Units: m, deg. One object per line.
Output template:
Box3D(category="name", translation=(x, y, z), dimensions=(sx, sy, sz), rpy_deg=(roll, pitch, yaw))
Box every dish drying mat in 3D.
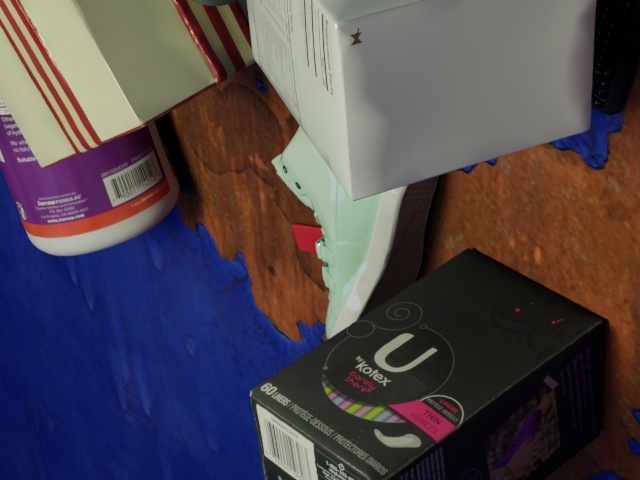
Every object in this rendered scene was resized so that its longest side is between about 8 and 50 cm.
Box3D(category="dish drying mat", translation=(0.000, 0.000, 1.636), dimensions=(0.083, 0.008, 0.032), rpy_deg=(10, 125, 53))

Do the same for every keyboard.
Box3D(category="keyboard", translation=(0.195, -0.178, 1.158), dimensions=(0.100, 0.038, 0.192), rpy_deg=(42, 145, 27))

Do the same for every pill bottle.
Box3D(category="pill bottle", translation=(-0.284, -0.158, 1.738), dimensions=(0.181, 0.181, 0.323), rpy_deg=(13, 127, 51))

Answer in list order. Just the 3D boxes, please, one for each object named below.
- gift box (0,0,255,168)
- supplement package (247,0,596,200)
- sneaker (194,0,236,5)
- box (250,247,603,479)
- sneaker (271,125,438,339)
Box3D(category="gift box", translation=(-0.199, -0.230, 1.385), dimensions=(0.276, 0.255, 0.258), rpy_deg=(-14, 108, 52))
Box3D(category="supplement package", translation=(0.067, -0.164, 1.144), dimensions=(0.203, 0.194, 0.149), rpy_deg=(-122, 20, -48))
Box3D(category="sneaker", translation=(-0.090, -0.323, 1.236), dimensions=(0.106, 0.101, 0.267), rpy_deg=(153, 104, -80))
Box3D(category="box", translation=(0.096, 0.150, 1.367), dimensions=(0.165, 0.270, 0.143), rpy_deg=(30, 140, 39))
Box3D(category="sneaker", translation=(0.019, -0.017, 1.503), dimensions=(0.151, 0.094, 0.256), rpy_deg=(36, 134, 24))
